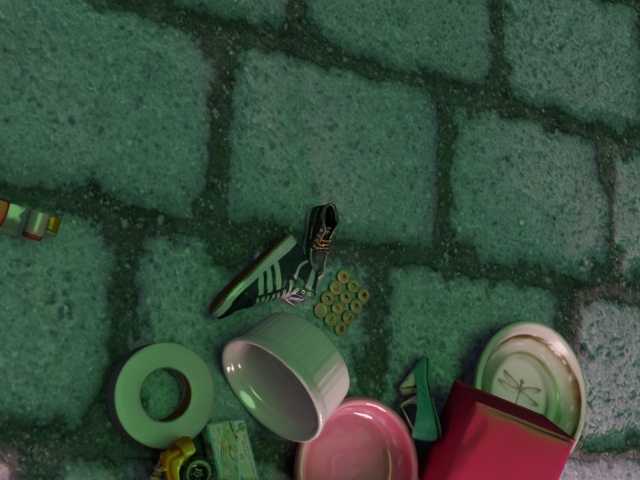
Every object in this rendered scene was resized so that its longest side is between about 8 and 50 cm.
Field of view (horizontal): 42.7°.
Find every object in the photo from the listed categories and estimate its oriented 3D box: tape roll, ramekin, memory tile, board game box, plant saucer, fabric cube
[{"bbox_3d":[-0.337,0.325,1.726,0.219,0.072,0.219,5,79,-29],"label":"tape roll"},{"bbox_3d":[-0.070,0.289,1.780,0.135,0.277,0.277,-41,102,-38],"label":"ramekin"},{"bbox_3d":[0.053,0.153,2.022,0.113,0.012,0.148,44,63,-16],"label":"memory tile"},{"bbox_3d":[-0.194,0.469,1.773,0.103,0.026,0.154,2,63,-43],"label":"board game box"},{"bbox_3d":[0.075,0.534,1.923,0.332,0.084,0.332,5,79,-29],"label":"plant saucer"},{"bbox_3d":[0.407,0.515,1.941,0.254,0.259,0.258,23,91,-1],"label":"fabric cube"},{"bbox_3d":[0.545,0.418,2.211,0.401,0.101,0.400,6,77,-29],"label":"plant saucer"}]

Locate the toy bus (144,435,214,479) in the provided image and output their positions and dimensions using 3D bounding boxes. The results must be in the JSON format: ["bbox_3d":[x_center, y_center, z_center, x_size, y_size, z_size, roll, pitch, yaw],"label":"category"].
[{"bbox_3d":[-0.300,0.525,1.609,0.212,0.149,0.220,-21,90,-19],"label":"toy bus"}]

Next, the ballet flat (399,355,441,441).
[{"bbox_3d":[0.240,0.385,2.019,0.087,0.083,0.247,-4,43,1],"label":"ballet flat"}]

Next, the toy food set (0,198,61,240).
[{"bbox_3d":[-0.633,-0.028,1.600,0.232,0.111,0.104,20,84,-27],"label":"toy food set"}]

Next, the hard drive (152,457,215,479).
[{"bbox_3d":[-0.241,0.605,1.727,0.308,0.040,0.203,34,62,-24],"label":"hard drive"}]

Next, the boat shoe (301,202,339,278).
[{"bbox_3d":[0.000,0.000,1.978,0.065,0.083,0.183,8,77,-29],"label":"boat shoe"}]

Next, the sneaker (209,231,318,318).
[{"bbox_3d":[-0.116,0.120,1.879,0.282,0.099,0.153,-44,102,-32],"label":"sneaker"}]
